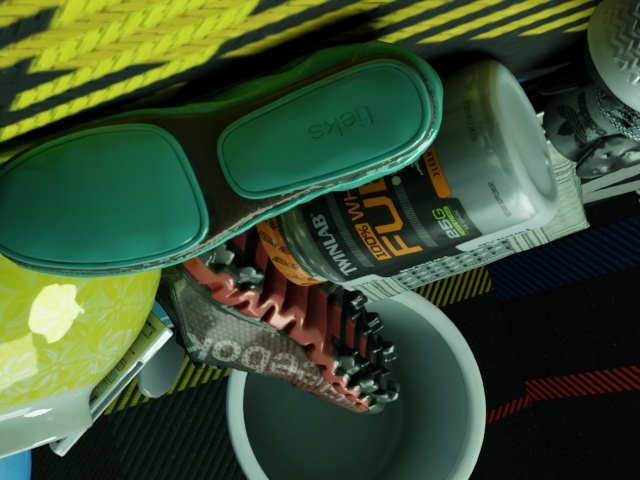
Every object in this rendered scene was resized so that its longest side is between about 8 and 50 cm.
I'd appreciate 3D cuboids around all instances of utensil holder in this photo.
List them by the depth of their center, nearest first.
[{"bbox_3d":[0.022,0.248,1.177,0.328,0.327,0.385,-16,169,-12],"label":"utensil holder"}]

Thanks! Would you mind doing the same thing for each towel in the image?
[{"bbox_3d":[0.105,-0.016,0.785,0.312,0.056,0.324,-19,156,15],"label":"towel"}]

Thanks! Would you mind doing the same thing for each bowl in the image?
[{"bbox_3d":[-0.232,0.069,0.549,0.290,0.156,0.289,-17,175,-2],"label":"bowl"}]

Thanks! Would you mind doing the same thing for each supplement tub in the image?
[{"bbox_3d":[0.055,-0.037,0.558,0.190,0.116,0.117,-21,173,28],"label":"supplement tub"}]

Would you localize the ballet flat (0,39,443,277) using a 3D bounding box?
[{"bbox_3d":[-0.054,-0.040,0.429,0.247,0.083,0.087,-16,-172,10],"label":"ballet flat"}]

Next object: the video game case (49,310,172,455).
[{"bbox_3d":[-0.177,0.100,0.636,0.122,0.011,0.087,-48,-144,-10],"label":"video game case"}]

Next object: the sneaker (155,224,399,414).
[{"bbox_3d":[-0.046,0.072,0.700,0.135,0.097,0.276,-29,125,31],"label":"sneaker"}]

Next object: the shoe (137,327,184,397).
[{"bbox_3d":[-0.238,0.140,1.150,0.063,0.177,0.081,27,149,-36],"label":"shoe"}]

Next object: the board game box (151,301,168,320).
[{"bbox_3d":[-0.248,0.082,0.970,0.336,0.079,0.254,-19,175,20],"label":"board game box"}]

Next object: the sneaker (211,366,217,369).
[{"bbox_3d":[-0.121,0.111,1.033,0.070,0.051,0.134,-56,171,-31],"label":"sneaker"}]

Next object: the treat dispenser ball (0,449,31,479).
[{"bbox_3d":[-0.415,0.214,0.731,0.288,0.288,0.288,-17,174,-2],"label":"treat dispenser ball"}]

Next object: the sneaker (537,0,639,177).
[{"bbox_3d":[0.200,-0.093,0.514,0.269,0.101,0.153,-14,171,-47],"label":"sneaker"}]
